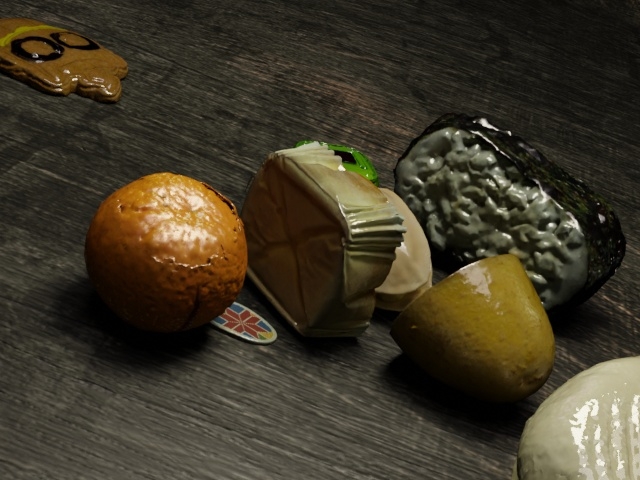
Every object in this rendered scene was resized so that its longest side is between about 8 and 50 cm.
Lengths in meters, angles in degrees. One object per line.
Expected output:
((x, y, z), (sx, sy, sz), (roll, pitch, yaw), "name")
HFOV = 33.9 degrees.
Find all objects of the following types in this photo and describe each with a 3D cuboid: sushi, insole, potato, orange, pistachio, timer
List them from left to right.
((-0.180, 0.018, 1.220), (0.193, 0.161, 0.193), (13, 41, -12), "orange")
((-0.138, 0.078, 1.296), (0.193, 0.006, 0.065), (29, 30, 17), "insole")
((0.021, -0.114, 1.679), (0.140, 0.047, 0.128), (8, 30, -19), "timer")
((0.067, 0.003, 1.432), (0.152, 0.126, 0.223), (-38, 60, -17), "pistachio")
((0.205, 0.125, 1.275), (0.203, 0.178, 0.158), (19, 33, -57), "potato")
((0.274, -0.040, 1.544), (0.350, 0.211, 0.171), (35, 28, 18), "sushi")

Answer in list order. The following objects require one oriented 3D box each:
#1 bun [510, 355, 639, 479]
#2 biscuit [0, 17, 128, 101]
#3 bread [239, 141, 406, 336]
((0.334, 0.283, 1.000), (0.365, 0.219, 0.365), (14, 45, -14), "bun")
((-0.442, -0.307, 1.753), (0.290, 0.041, 0.208), (31, 32, 22), "biscuit")
((0.000, -0.001, 1.321), (0.110, 0.192, 0.210), (-6, 37, -41), "bread")
